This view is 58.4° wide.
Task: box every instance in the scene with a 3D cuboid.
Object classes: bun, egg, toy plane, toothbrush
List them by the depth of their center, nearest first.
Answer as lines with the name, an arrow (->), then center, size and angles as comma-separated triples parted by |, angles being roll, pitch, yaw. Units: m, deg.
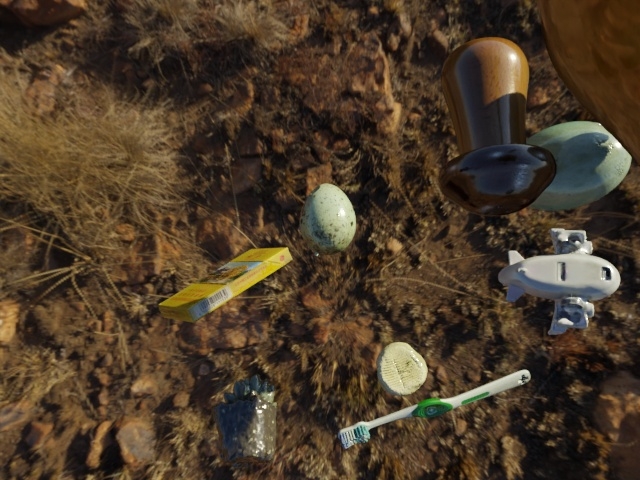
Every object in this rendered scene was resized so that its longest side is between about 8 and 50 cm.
toothbrush -> 0.171, 0.246, 0.853 | 0.304, 0.030, 0.030 | -18, 81, -5
egg -> 0.010, -0.032, 0.860 | 0.085, 0.085, 0.110 | -8, 79, 1
egg -> 0.482, -0.145, 1.132 | 0.237, 0.169, 0.169 | -18, 80, 33
bun -> 0.171, 0.278, 1.239 | 0.115, 0.069, 0.115 | 0, 83, -4
toy plane -> 0.530, 0.086, 1.284 | 0.252, 0.118, 0.252 | -8, 65, 19

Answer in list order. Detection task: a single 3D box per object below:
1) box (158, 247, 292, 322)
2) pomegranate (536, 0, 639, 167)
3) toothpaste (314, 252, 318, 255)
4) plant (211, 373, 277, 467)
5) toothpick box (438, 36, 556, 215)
box -> -0.117, 0.052, 0.713 | 0.155, 0.087, 0.023 | -33, 105, -35
pomegranate -> 0.342, -0.180, 0.324 | 0.417, 0.416, 0.416 | 0, 82, 2
toothpaste -> 0.000, 0.000, 1.399 | 0.027, 0.019, 0.083 | 16, 110, 1
plant -> -0.167, 0.404, 1.292 | 0.132, 0.129, 0.194 | -14, 53, 13
toothpick box -> 0.295, -0.189, 0.994 | 0.192, 0.192, 0.294 | -2, 71, 2
